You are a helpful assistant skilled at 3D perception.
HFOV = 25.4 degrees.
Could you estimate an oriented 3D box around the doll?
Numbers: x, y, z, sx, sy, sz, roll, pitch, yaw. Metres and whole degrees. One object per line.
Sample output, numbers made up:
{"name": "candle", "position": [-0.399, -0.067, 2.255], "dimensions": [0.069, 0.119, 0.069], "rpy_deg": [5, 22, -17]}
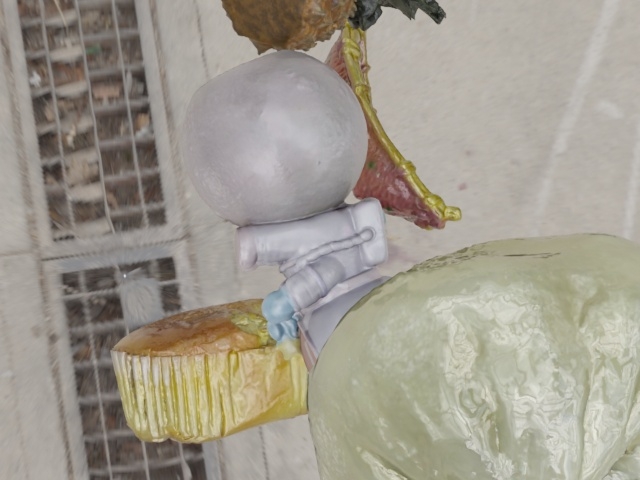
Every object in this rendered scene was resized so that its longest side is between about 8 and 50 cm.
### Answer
{"name": "doll", "position": [0.000, 0.000, 1.082], "dimensions": [0.151, 0.151, 0.287], "rpy_deg": [-24, 86, -8]}

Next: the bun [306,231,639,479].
{"name": "bun", "position": [0.116, 0.108, 0.818], "dimensions": [0.259, 0.160, 0.259], "rpy_deg": [-8, 133, -9]}

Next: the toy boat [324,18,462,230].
{"name": "toy boat", "position": [0.058, -0.129, 1.572], "dimensions": [0.099, 0.141, 0.318], "rpy_deg": [-18, 55, -3]}

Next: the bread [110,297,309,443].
{"name": "bread", "position": [-0.110, 0.142, 1.605], "dimensions": [0.250, 0.179, 0.133], "rpy_deg": [-9, 97, -24]}

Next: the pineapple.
{"name": "pineapple", "position": [0.028, -0.233, 1.254], "dimensions": [0.130, 0.277, 0.119], "rpy_deg": [-5, 102, 31]}
